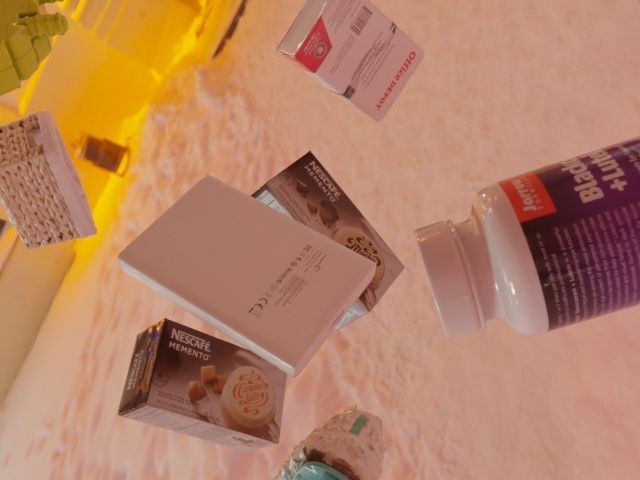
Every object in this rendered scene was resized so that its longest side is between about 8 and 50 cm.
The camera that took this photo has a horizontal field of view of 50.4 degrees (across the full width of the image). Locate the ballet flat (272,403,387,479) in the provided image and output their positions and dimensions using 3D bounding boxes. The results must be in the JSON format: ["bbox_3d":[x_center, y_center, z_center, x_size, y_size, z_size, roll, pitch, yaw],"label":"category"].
[{"bbox_3d":[-0.013,0.365,0.902,0.147,0.147,0.409,-99,28,-47],"label":"ballet flat"}]

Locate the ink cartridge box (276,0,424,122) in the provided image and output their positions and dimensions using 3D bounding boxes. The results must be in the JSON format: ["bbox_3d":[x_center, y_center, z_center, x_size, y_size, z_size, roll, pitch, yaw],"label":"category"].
[{"bbox_3d":[0.062,-0.371,1.332,0.172,0.237,0.100,-57,34,5],"label":"ink cartridge box"}]

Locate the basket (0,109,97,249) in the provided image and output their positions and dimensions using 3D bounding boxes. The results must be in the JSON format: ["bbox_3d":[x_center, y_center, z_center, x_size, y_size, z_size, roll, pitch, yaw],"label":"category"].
[{"bbox_3d":[-0.402,-0.081,0.970,0.167,0.103,0.113,83,162,-46],"label":"basket"}]

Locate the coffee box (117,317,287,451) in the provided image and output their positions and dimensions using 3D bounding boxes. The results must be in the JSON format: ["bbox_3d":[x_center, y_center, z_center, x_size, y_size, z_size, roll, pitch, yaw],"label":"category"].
[{"bbox_3d":[-0.183,0.240,1.103,0.098,0.246,0.141,-28,45,42],"label":"coffee box"}]

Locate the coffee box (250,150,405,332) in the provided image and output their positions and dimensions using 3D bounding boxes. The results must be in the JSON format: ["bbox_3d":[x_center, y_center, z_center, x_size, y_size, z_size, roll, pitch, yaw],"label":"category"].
[{"bbox_3d":[0.000,0.000,1.284,0.119,0.297,0.168,-36,4,41],"label":"coffee box"}]

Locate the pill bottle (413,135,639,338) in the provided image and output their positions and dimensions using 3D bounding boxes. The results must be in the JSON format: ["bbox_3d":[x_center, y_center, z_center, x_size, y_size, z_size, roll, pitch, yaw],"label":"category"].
[{"bbox_3d":[0.166,0.001,0.459,0.193,0.108,0.108,-18,41,7],"label":"pill bottle"}]

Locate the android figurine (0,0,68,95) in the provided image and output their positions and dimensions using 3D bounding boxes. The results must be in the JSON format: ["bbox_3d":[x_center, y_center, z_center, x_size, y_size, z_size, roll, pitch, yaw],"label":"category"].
[{"bbox_3d":[-0.354,-0.177,0.583,0.056,0.272,0.248,86,170,-47],"label":"android figurine"}]

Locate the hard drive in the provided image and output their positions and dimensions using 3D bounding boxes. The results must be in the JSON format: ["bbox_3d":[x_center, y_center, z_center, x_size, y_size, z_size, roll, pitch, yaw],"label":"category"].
[{"bbox_3d":[-0.104,0.037,0.968,0.203,0.307,0.040,-49,-24,-32],"label":"hard drive"}]

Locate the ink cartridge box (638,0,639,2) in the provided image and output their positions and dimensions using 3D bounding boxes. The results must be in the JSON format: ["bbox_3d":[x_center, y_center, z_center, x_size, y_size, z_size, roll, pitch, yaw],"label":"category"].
[{"bbox_3d":[0.422,-0.373,0.654,0.385,0.091,0.308,-45,49,10],"label":"ink cartridge box"}]
